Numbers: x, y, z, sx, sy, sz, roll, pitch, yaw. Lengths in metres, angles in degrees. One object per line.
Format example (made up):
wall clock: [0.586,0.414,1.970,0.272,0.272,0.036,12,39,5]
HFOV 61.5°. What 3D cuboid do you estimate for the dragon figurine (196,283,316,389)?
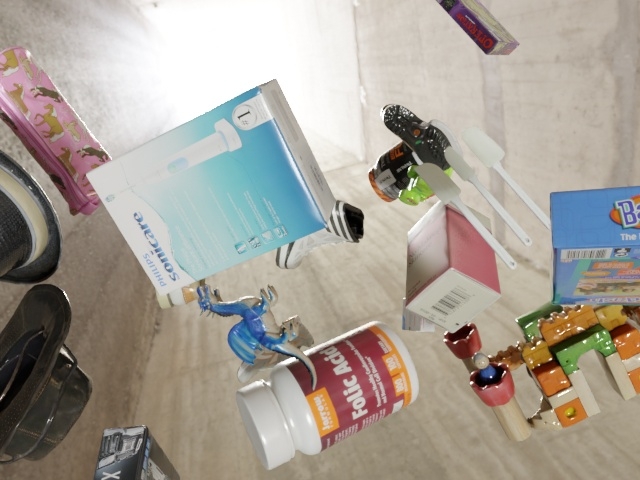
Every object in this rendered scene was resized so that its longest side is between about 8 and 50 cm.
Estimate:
dragon figurine: [-0.125,0.187,1.068,0.289,0.144,0.085,55,14,1]

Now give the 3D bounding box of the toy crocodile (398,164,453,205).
toy crocodile: [0.323,-0.177,1.605,0.340,0.105,0.115,137,-24,-73]

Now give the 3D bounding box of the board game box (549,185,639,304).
board game box: [0.275,0.012,0.445,0.210,0.160,0.047,40,50,-62]

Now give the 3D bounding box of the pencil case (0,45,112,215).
pencil case: [-0.626,-0.244,1.250,0.160,0.167,0.386,-7,-57,49]

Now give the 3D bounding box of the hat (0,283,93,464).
hat: [-0.431,0.229,0.814,0.134,0.331,0.331,38,17,-36]

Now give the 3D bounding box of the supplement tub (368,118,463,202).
supplement tub: [0.338,-0.278,1.951,0.316,0.193,0.194,-33,-115,34]

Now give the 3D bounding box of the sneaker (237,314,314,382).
sneaker: [-0.131,0.349,1.605,0.121,0.262,0.099,47,2,7]

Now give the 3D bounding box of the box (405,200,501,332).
box: [0.268,0.045,1.118,0.149,0.126,0.232,-51,-162,39]

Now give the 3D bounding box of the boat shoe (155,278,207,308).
boat shoe: [-0.313,0.003,1.195,0.113,0.103,0.303,94,-15,-64]

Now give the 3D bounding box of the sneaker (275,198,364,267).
sneaker: [0.000,0.001,1.723,0.447,0.257,0.169,103,1,-64]

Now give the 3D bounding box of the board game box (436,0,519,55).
board game box: [0.356,-0.613,1.379,0.347,0.208,0.056,52,-50,10]

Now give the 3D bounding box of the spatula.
spatula: [0.301,-0.080,0.951,0.242,0.168,0.019,50,-25,10]

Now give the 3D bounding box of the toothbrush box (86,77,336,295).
toothbrush box: [-0.156,-0.077,0.812,0.216,0.295,0.126,62,16,-16]

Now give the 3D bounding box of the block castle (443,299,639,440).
block castle: [0.517,0.200,1.171,0.213,0.453,0.303,60,6,-13]

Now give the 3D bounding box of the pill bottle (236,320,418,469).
pill bottle: [0.015,0.363,1.279,0.224,0.392,0.224,50,-29,40]

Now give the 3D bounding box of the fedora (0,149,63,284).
fedora: [-0.605,-0.021,0.876,0.153,0.333,0.334,-64,149,-55]

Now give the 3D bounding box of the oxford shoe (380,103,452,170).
oxford shoe: [0.235,-0.254,1.292,0.227,0.083,0.096,39,13,-21]

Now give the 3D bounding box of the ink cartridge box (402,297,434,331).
ink cartridge box: [0.307,0.228,1.660,0.180,0.060,0.104,143,-50,-79]

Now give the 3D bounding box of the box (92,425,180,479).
box: [-0.305,0.496,0.863,0.243,0.076,0.308,86,-1,-47]
